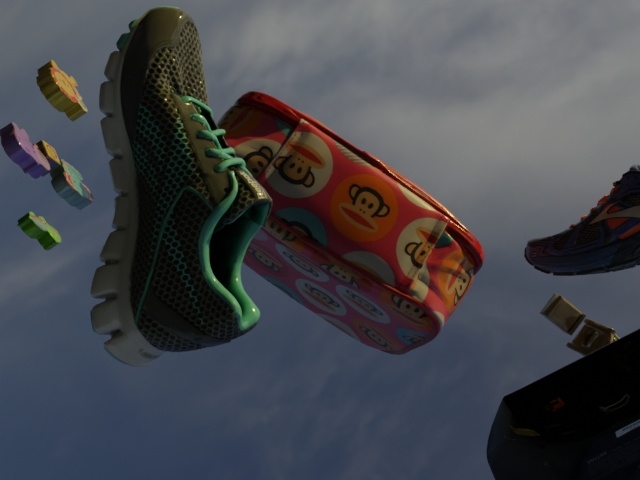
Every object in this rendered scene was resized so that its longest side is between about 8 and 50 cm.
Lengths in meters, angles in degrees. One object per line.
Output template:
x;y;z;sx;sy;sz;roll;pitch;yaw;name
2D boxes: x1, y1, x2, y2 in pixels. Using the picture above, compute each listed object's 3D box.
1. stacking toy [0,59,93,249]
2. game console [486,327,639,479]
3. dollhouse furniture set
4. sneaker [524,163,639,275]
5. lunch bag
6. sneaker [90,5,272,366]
-0.263;-0.068;0.935;0.167;0.221;0.052;-33;-117;7;stacking toy
0.262;0.074;0.465;0.361;0.213;0.044;-26;-138;2;game console
0.410;0.207;1.516;0.161;0.182;0.101;-54;-167;-1;dollhouse furniture set
0.286;-0.022;0.872;0.221;0.083;0.087;-21;-104;35;sneaker
0.000;0.000;0.972;0.120;0.293;0.258;-55;-179;-21;lunch bag
-0.056;-0.027;0.435;0.076;0.065;0.166;-4;-97;24;sneaker
